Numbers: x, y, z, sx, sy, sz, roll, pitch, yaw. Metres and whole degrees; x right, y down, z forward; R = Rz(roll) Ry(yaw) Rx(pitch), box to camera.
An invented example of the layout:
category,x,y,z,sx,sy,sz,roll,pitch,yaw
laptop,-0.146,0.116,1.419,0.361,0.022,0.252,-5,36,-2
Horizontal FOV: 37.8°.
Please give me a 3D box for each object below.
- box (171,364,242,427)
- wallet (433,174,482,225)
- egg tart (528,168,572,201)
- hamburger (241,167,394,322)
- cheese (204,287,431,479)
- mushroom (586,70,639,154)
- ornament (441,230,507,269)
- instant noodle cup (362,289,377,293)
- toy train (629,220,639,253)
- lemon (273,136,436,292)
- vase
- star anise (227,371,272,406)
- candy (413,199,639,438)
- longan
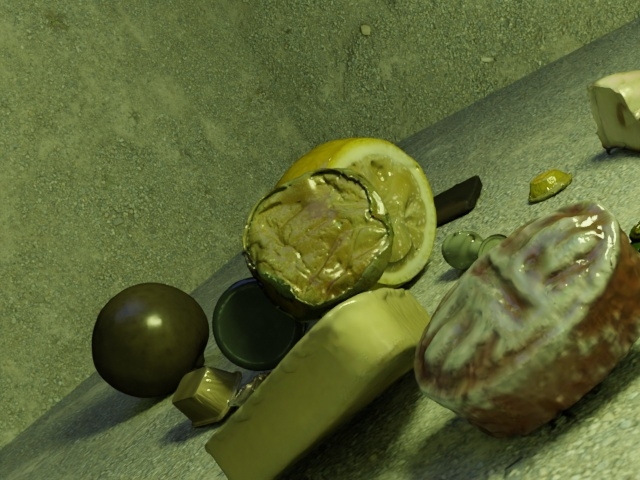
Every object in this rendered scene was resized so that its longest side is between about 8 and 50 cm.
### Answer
category,x,y,z,sx,sy,sz,roll,pitch,yaw
box,-0.213,0.300,1.799,0.111,0.111,0.177,-38,7,-34
wallet,0.256,-0.057,2.278,0.309,0.042,0.165,-28,12,33
egg tart,0.462,-0.116,1.902,0.105,0.039,0.105,-33,10,6
hamburger,-0.002,0.002,1.640,0.265,0.285,0.134,-29,-30,5
cheese,0.031,0.173,1.237,0.384,0.104,0.384,-38,-13,-10
mushroom,0.628,-0.272,1.781,0.173,0.162,0.236,-34,11,-1
ornament,0.276,0.016,1.700,0.074,0.081,0.156,-39,15,-14
instant noodle cup,0.079,0.149,1.562,0.127,0.127,0.135,-34,1,-13
toy train,0.436,0.022,1.101,0.225,0.090,0.137,-21,22,52
lemon,0.039,-0.033,1.941,0.364,0.364,0.364,-31,9,5
vase,-0.097,0.159,1.849,0.173,0.173,0.321,-32,-6,4
star anise,-0.109,0.271,1.686,0.129,0.056,0.124,-19,1,-23
candy,0.244,0.093,1.064,0.289,0.157,0.214,-45,24,9
longan,-0.410,0.239,2.257,0.297,0.297,0.297,-31,9,5
